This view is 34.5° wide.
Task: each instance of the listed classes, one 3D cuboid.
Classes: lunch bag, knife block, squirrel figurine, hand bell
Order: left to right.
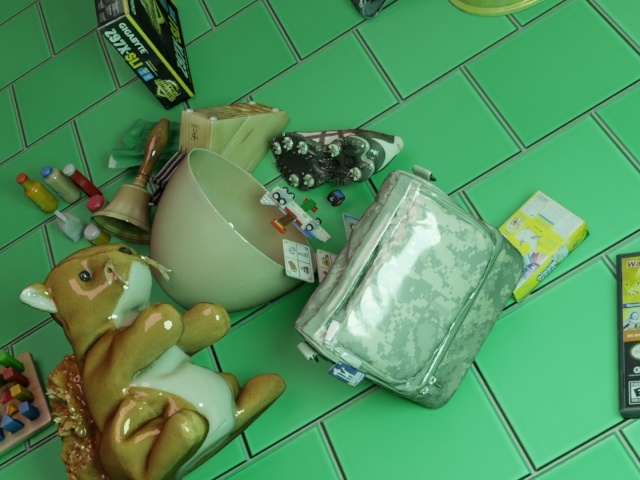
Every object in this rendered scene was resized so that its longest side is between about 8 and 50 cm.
[{"bbox_3d":[-0.317,0.211,1.582,0.370,0.281,0.397,49,121,11],"label":"squirrel figurine"},{"bbox_3d":[-0.334,-0.126,1.959,0.126,0.126,0.242,5,67,32],"label":"hand bell"},{"bbox_3d":[-0.192,-0.128,1.942,0.088,0.242,0.276,23,26,37],"label":"knife block"},{"bbox_3d":[0.115,0.069,1.479,0.213,0.256,0.305,29,86,41],"label":"lunch bag"}]

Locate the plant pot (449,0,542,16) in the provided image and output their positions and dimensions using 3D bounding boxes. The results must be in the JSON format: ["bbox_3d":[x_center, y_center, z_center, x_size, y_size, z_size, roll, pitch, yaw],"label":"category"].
[{"bbox_3d":[0.311,-0.595,1.868,0.276,0.254,0.276,-15,52,20],"label":"plant pot"}]

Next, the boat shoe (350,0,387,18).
[{"bbox_3d":[0.144,-0.557,1.961,0.301,0.108,0.102,-54,48,35],"label":"boat shoe"}]

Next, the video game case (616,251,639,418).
[{"bbox_3d":[0.542,0.115,1.387,0.275,0.035,0.248,-8,55,25],"label":"video game case"}]

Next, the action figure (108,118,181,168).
[{"bbox_3d":[-0.299,-0.188,2.042,0.232,0.063,0.137,1,57,34],"label":"action figure"}]

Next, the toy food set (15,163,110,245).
[{"bbox_3d":[-0.499,-0.081,2.048,0.111,0.104,0.232,-48,49,-9],"label":"toy food set"}]

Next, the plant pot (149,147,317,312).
[{"bbox_3d":[-0.174,0.012,1.711,0.191,0.284,0.284,-44,47,15],"label":"plant pot"}]

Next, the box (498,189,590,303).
[{"bbox_3d":[0.311,0.017,1.578,0.179,0.043,0.105,-42,49,-6],"label":"box"}]

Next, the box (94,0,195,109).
[{"bbox_3d":[-0.375,-0.465,2.151,0.079,0.257,0.322,-25,49,10],"label":"box"}]

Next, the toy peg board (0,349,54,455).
[{"bbox_3d":[-0.581,0.288,1.832,0.161,0.079,0.160,-32,55,2],"label":"toy peg board"}]

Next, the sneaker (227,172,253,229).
[{"bbox_3d":[-0.146,-0.047,1.873,0.075,0.057,0.161,20,67,19],"label":"sneaker"}]

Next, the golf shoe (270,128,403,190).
[{"bbox_3d":[0.024,-0.149,1.831,0.120,0.105,0.273,-23,22,-38],"label":"golf shoe"}]

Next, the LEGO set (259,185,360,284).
[{"bbox_3d":[0.000,0.000,1.700,0.060,0.183,0.244,-51,34,36],"label":"LEGO set"}]
